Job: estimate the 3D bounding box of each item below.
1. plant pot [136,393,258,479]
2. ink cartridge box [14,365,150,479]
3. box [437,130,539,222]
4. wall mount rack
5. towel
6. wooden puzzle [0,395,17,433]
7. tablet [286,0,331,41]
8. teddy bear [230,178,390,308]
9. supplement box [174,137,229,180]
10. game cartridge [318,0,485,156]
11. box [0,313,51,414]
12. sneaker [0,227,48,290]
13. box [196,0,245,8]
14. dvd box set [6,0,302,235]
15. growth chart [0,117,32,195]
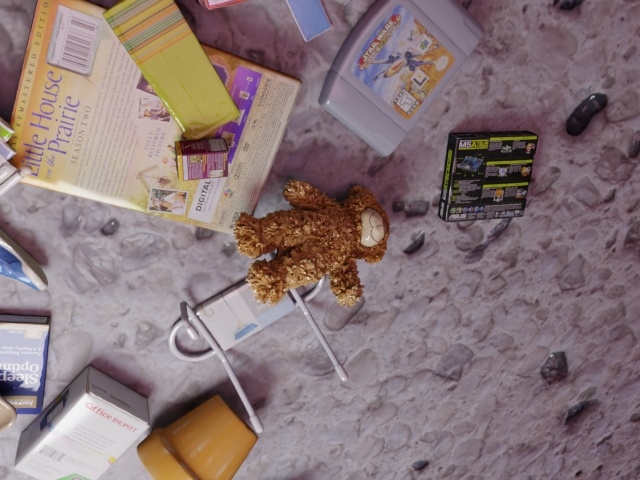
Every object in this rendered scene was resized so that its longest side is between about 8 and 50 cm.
[{"bbox_3d":[-0.238,0.431,1.248,0.188,0.205,0.205,-43,121,-14],"label":"plant pot"},{"bbox_3d":[-0.465,0.376,1.193,0.212,0.093,0.154,-45,120,7],"label":"ink cartridge box"},{"bbox_3d":[0.347,-0.133,1.259,0.190,0.045,0.184,-5,113,-15],"label":"box"},{"bbox_3d":[-0.112,0.198,1.207,0.350,0.130,0.304,-30,120,-3],"label":"wall mount rack"},{"bbox_3d":[-0.226,-0.273,0.944,0.102,0.021,0.237,-30,121,2],"label":"towel"},{"bbox_3d":[-0.699,0.290,1.079,0.221,0.044,0.239,-35,108,9],"label":"wooden puzzle"},{"bbox_3d":[-0.020,-0.390,1.035,0.054,0.006,0.083,-31,121,-3],"label":"tablet"},{"bbox_3d":[0.000,0.000,1.103,0.338,0.245,0.113,3,157,-27],"label":"teddy bear"},{"bbox_3d":[-0.196,-0.134,0.997,0.083,0.043,0.055,-6,135,-16],"label":"supplement box"},{"bbox_3d":[0.140,-0.323,1.096,0.198,0.062,0.297,32,101,-32],"label":"game cartridge"},{"bbox_3d":[-0.583,0.242,1.124,0.136,0.036,0.225,6,113,-21],"label":"box"},{"bbox_3d":[-0.545,0.045,1.029,0.084,0.058,0.152,-39,116,-5],"label":"sneaker"},{"bbox_3d":[-0.057,-0.462,0.911,0.299,0.142,0.154,-18,118,-10],"label":"box"},{"bbox_3d":[-0.276,-0.194,1.009,0.420,0.062,0.308,14,109,-24],"label":"dvd box set"},{"bbox_3d":[-0.548,-0.163,0.911,0.172,0.021,0.237,-28,106,11],"label":"growth chart"}]
